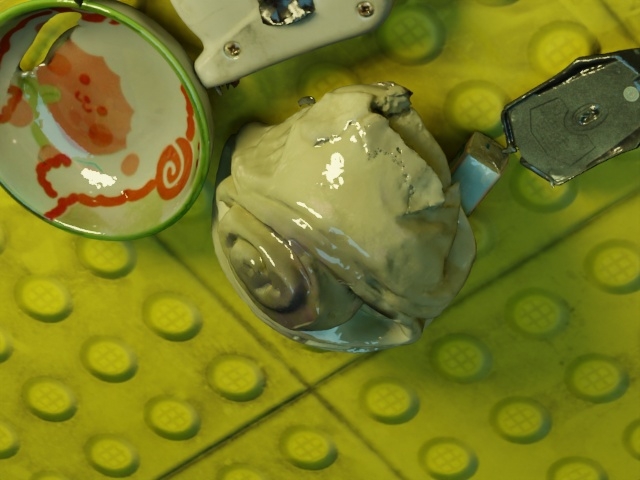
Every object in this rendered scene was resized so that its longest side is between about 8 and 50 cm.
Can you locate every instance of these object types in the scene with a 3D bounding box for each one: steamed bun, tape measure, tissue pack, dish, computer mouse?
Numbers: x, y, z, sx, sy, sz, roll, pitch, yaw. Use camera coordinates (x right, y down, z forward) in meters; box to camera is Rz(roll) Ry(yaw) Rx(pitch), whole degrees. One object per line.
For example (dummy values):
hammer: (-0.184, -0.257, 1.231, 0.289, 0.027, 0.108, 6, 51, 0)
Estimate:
steamed bun: (0.000, 0.000, 1.920, 0.346, 0.237, 0.394, 24, 141, 14)
tape measure: (-0.054, -0.312, 1.831, 0.258, 0.130, 0.265, -16, 119, 24)
tissue pack: (0.182, -0.077, 1.974, 0.058, 0.074, 0.094, 34, 125, -3)
dish: (-0.266, -0.167, 1.977, 0.324, 0.124, 0.324, 9, 123, 15)
computer mouse: (0.312, -0.152, 1.899, 0.231, 0.071, 0.126, -33, 99, 37)

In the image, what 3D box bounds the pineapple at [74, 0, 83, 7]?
pineapple: (-0.349, -0.366, 1.823, 0.248, 0.128, 0.128, 38, 125, 8)
